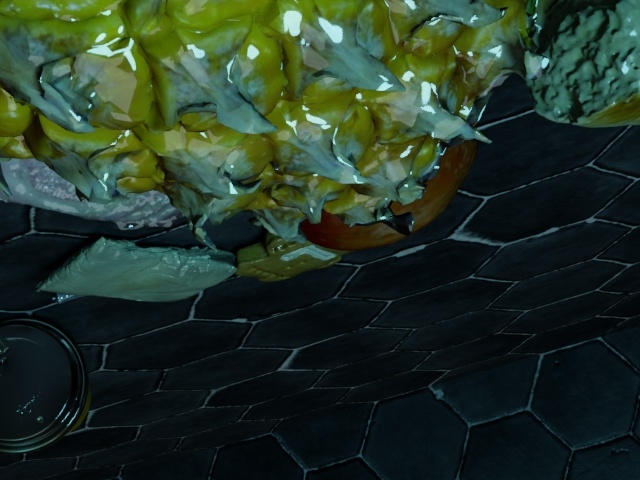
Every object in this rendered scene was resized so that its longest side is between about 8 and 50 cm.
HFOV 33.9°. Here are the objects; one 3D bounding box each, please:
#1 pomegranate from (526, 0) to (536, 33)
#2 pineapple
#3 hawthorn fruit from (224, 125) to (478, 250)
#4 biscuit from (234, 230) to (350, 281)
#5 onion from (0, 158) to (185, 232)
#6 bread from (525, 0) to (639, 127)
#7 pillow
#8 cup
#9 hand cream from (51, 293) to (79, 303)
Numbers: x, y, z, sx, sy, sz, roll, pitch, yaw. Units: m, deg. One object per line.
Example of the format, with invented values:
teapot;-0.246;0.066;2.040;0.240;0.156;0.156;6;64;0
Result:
pomegranate;0.122;-0.206;0.902;0.122;0.122;0.161;-16;-171;5
pineapple;-0.066;-0.176;0.553;0.300;0.352;0.352;17;145;-38
hawthorn fruit;0.018;-0.083;0.978;0.253;0.205;0.205;-37;165;-15
biscuit;0.001;0.003;1.462;0.249;0.035;0.184;-24;160;19
onion;-0.185;-0.133;0.899;0.250;0.111;0.247;12;130;-30
bread;0.342;-0.217;0.917;0.192;0.171;0.314;-1;157;-39
pillow;-0.240;0.041;1.395;0.230;0.050;0.148;12;142;-44
cup;-0.432;0.226;1.580;0.196;0.196;0.279;-12;167;-6
hand cream;-0.327;0.072;1.463;0.093;0.019;0.030;-11;161;-16
